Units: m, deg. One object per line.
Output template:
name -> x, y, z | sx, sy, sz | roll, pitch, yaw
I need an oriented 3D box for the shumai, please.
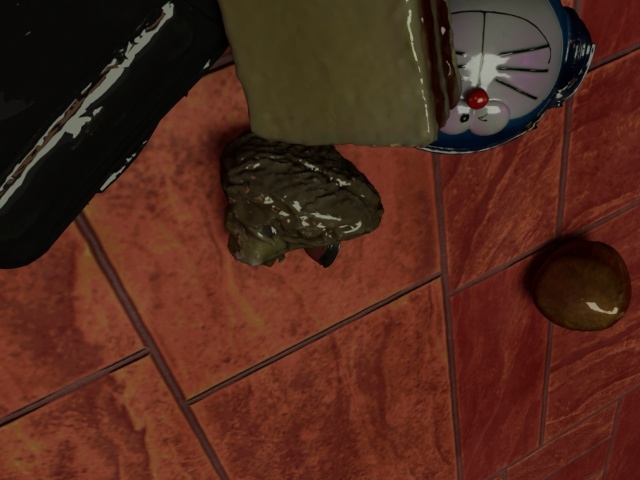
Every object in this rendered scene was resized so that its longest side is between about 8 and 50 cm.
shumai -> -0.039, -0.033, 0.792 | 0.206, 0.166, 0.175 | 18, 123, -13

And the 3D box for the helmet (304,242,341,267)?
helmet -> -0.001, 0.000, 0.906 | 0.084, 0.049, 0.065 | 86, 27, -64

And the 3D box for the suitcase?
suitcase -> -0.272, -0.166, 0.526 | 0.345, 0.188, 0.339 | -47, 146, 4

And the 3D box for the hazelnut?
hazelnut -> 0.496, 0.090, 1.196 | 0.182, 0.182, 0.182 | -16, 129, -21

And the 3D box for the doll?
doll -> 0.157, -0.244, 0.704 | 0.284, 0.240, 0.310 | -5, 117, 3

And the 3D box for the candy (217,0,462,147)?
candy -> 0.006, -0.241, 0.530 | 0.135, 0.179, 0.320 | -57, 140, -49
